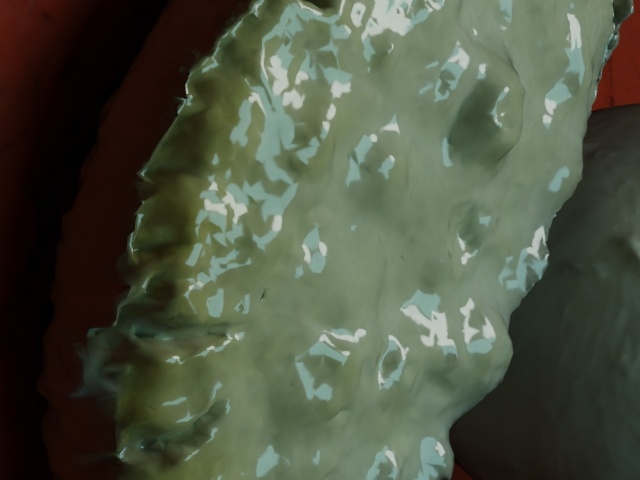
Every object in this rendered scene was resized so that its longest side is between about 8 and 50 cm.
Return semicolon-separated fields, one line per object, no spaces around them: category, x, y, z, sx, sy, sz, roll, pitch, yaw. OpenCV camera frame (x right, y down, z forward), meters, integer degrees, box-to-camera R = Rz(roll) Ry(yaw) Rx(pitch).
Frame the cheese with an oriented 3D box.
cheese;0.127;0.029;0.660;0.189;0.198;0.154;-12;112;-46

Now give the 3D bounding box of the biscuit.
biscuit;0.000;0.000;0.533;0.179;0.084;0.281;25;87;-56
